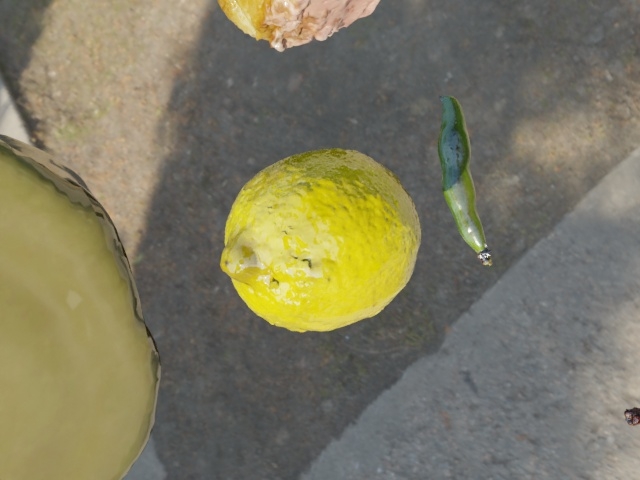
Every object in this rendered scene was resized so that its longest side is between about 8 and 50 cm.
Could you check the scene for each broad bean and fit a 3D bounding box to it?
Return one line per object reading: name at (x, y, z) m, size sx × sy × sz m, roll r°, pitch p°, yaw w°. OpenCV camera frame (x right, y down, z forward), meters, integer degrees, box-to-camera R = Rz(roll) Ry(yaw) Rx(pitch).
broad bean at (0.230, -0.101, 1.459) m, size 0.060 × 0.043 × 0.297 m, roll -10°, pitch 84°, yaw -3°

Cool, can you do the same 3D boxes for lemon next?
lemon at (0.000, 0.000, 1.192) m, size 0.245 × 0.320 × 0.245 m, roll 18°, pitch 116°, yaw 41°

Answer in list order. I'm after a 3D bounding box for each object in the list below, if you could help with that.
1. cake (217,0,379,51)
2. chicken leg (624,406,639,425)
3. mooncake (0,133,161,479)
cake at (-0.027, -0.570, 1.741) m, size 0.293 × 0.307 × 0.314 m, roll 58°, pitch 153°, yaw 8°
chicken leg at (0.465, 0.220, 1.082) m, size 0.205 × 0.093 × 0.053 m, roll -11°, pitch 100°, yaw 38°
mooncake at (-0.298, 0.080, 0.543) m, size 0.201 × 0.378 × 0.378 m, roll 34°, pitch 90°, yaw 45°
